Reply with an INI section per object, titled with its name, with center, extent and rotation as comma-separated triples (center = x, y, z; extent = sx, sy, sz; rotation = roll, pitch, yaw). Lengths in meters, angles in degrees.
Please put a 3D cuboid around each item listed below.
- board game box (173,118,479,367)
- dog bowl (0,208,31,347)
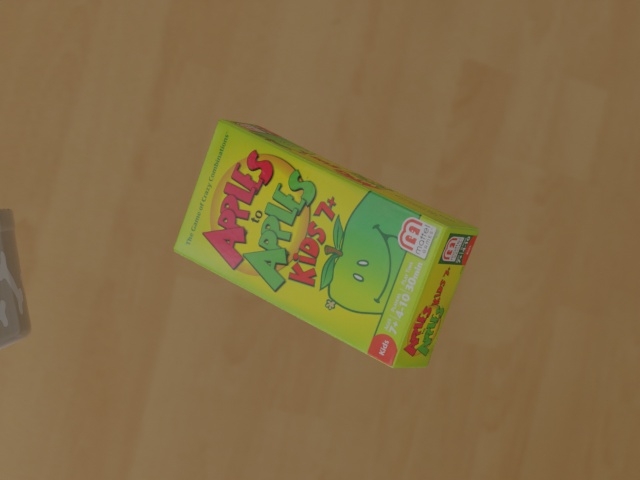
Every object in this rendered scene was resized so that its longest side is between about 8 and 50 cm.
[board game box]
center = 0.000, 0.000, 1.064
extent = 0.043, 0.181, 0.092
rotation = 4, 109, -56
[dog bowl]
center = -0.382, 0.084, 1.322
extent = 0.349, 0.349, 0.102
rotation = -23, 91, -30
